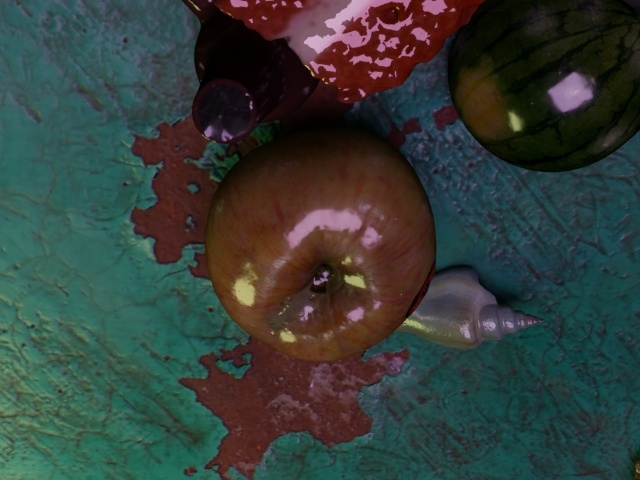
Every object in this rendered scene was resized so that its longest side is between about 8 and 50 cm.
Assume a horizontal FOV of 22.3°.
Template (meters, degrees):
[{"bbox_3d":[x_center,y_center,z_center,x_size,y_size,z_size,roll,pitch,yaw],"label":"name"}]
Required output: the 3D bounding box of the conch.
[{"bbox_3d":[0.159,0.081,1.812,0.180,0.065,0.088,1,124,6],"label":"conch"}]

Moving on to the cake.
[{"bbox_3d":[0.006,-0.334,1.424,0.319,0.269,0.270,34,113,-22],"label":"cake"}]

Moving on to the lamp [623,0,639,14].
[{"bbox_3d":[0.434,-0.201,1.661,0.266,0.047,0.269,-30,119,17],"label":"lamp"}]

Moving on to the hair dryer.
[{"bbox_3d":[-0.135,-0.246,1.493,0.123,0.312,0.340,-38,97,17],"label":"hair dryer"}]

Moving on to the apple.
[{"bbox_3d":[0.000,0.000,1.676,0.260,0.194,0.261,-1,123,-1],"label":"apple"}]

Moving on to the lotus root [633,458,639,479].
[{"bbox_3d":[0.469,0.317,1.970,0.190,0.094,0.108,18,154,-20],"label":"lotus root"}]

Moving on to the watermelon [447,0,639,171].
[{"bbox_3d":[0.234,-0.151,1.613,0.232,0.127,0.204,-17,122,29],"label":"watermelon"}]
